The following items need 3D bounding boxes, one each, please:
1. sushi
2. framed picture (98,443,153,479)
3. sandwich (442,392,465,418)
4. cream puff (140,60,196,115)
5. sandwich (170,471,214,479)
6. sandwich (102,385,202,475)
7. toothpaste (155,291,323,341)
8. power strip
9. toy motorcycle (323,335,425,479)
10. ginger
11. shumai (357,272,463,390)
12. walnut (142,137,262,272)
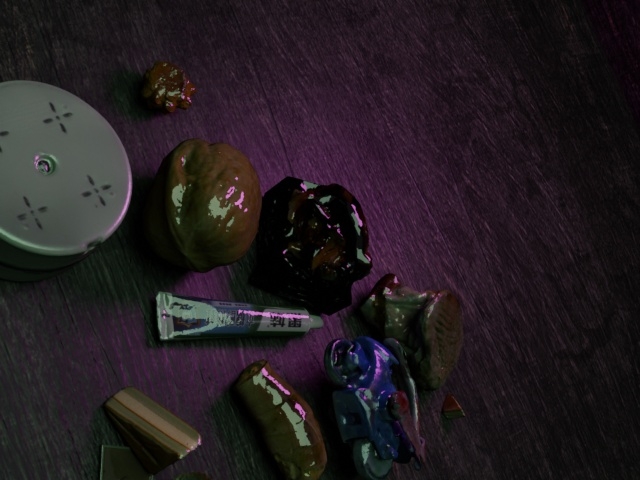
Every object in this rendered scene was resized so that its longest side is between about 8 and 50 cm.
[{"bbox_3d":[0.000,-0.001,2.082,0.215,0.212,0.227,26,56,-28],"label":"sushi"},{"bbox_3d":[-0.348,0.444,1.738,0.109,0.011,0.149,15,63,-34],"label":"framed picture"},{"bbox_3d":[0.308,0.397,2.278,0.031,0.044,0.083,46,6,-20],"label":"sandwich"},{"bbox_3d":[-0.324,-0.318,2.042,0.122,0.094,0.116,-23,82,-20],"label":"cream puff"},{"bbox_3d":[-0.256,0.518,1.628,0.288,0.254,0.100,-39,107,-29],"label":"sandwich"},{"bbox_3d":[-0.300,0.327,1.750,0.079,0.113,0.163,-33,88,-47],"label":"sandwich"},{"bbox_3d":[-0.157,0.160,1.984,0.392,0.061,0.099,6,70,-36],"label":"toothpaste"},{"bbox_3d":[-0.525,-0.115,1.738,0.357,0.161,0.358,17,60,-32],"label":"power strip"},{"bbox_3d":[0.105,0.344,2.064,0.241,0.182,0.319,-28,103,-78],"label":"toy motorcycle"},{"bbox_3d":[-0.073,0.362,1.939,0.263,0.116,0.109,57,7,2],"label":"ginger"},{"bbox_3d":[0.209,0.210,2.235,0.222,0.203,0.272,-40,129,-50],"label":"shumai"},{"bbox_3d":[-0.230,-0.074,1.916,0.283,0.227,0.283,-3,90,-73],"label":"walnut"}]
